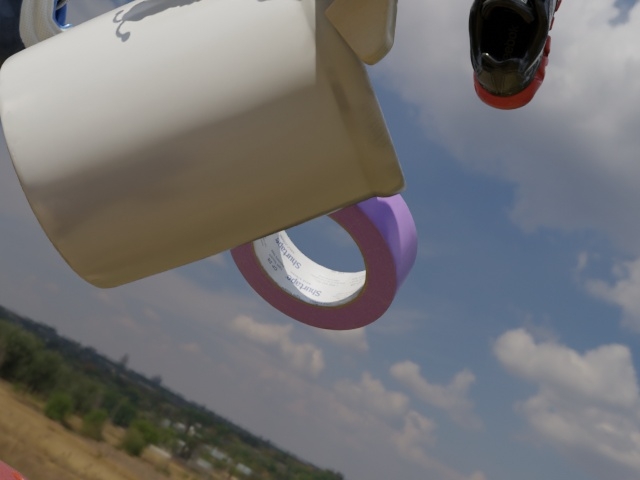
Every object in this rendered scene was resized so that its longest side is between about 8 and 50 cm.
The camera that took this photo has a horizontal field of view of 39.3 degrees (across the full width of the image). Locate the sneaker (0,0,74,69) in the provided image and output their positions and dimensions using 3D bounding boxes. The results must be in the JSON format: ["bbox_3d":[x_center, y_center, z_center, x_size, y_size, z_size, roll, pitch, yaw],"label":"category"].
[{"bbox_3d":[-0.493,-0.414,1.371,0.130,0.236,0.323,113,-41,-78],"label":"sneaker"}]

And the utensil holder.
[{"bbox_3d":[-0.131,-0.149,1.064,0.385,0.328,0.328,-19,-27,6],"label":"utensil holder"}]

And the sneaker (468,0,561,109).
[{"bbox_3d":[0.242,-0.303,1.080,0.097,0.276,0.135,12,-2,19],"label":"sneaker"}]

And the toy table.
[{"bbox_3d":[0.032,-0.313,0.867,0.252,0.161,0.274,57,14,29],"label":"toy table"}]

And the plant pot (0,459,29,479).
[{"bbox_3d":[-0.310,0.251,0.599,0.267,0.236,0.267,23,-22,52],"label":"plant pot"}]

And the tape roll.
[{"bbox_3d":[0.000,0.000,1.321,0.274,0.090,0.275,17,-47,19],"label":"tape roll"}]
